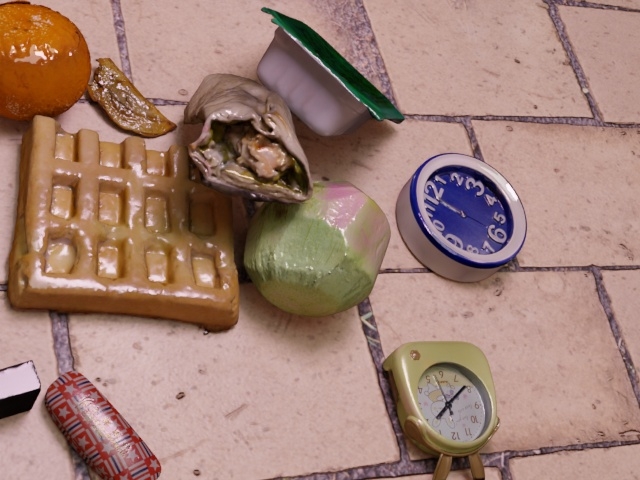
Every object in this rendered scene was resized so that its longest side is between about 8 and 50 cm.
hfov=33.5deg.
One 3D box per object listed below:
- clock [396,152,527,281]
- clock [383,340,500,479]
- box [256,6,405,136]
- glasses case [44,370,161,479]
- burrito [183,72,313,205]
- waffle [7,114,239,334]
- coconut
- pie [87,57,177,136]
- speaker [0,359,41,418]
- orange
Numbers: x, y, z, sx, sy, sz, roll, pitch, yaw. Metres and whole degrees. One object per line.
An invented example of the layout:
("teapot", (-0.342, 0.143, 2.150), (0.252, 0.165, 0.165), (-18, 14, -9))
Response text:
("clock", (0.250, -0.041, 1.883), (0.231, 0.083, 0.230), (11, 58, -18))
("clock", (0.197, 0.273, 1.671), (0.170, 0.069, 0.231), (4, 61, -25))
("box", (0.001, -0.262, 1.806), (0.264, 0.106, 0.337), (43, 13, 4))
("glasses case", (-0.297, 0.262, 1.441), (0.194, 0.049, 0.073), (47, 52, 6))
("burrito", (-0.115, -0.176, 1.637), (0.190, 0.135, 0.332), (6, 22, -12))
("waffle", (-0.285, -0.020, 1.604), (0.348, 0.077, 0.304), (8, 59, -23))
("coconut", (0.000, 0.000, 1.653), (0.205, 0.236, 0.235), (35, 49, -27))
("pie", (-0.321, -0.227, 1.741), (0.170, 0.034, 0.092), (47, 50, -1))
("speaker", (-0.473, 0.215, 1.361), (0.218, 0.082, 0.044), (-14, 69, -33))
("orange", (-0.449, -0.269, 1.623), (0.193, 0.161, 0.193), (10, 47, -11))
